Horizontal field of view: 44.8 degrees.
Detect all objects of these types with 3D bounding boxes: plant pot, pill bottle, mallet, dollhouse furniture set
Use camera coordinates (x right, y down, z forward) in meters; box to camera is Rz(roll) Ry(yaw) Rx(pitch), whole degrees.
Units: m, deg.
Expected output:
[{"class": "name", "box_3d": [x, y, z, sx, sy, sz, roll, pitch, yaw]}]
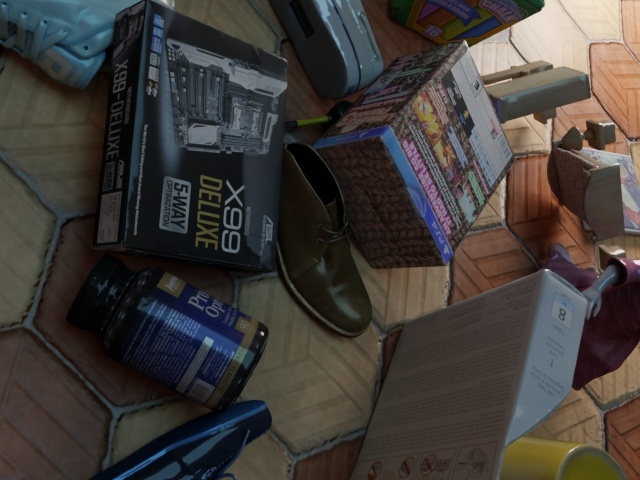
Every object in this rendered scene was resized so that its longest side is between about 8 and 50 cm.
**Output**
[{"class": "plant pot", "box_3d": [0.297, 0.382, 1.100, 0.254, 0.239, 0.254, 14, 65, -31]}, {"class": "pill bottle", "box_3d": [-0.184, 0.107, 0.935, 0.219, 0.123, 0.122, 29, 57, -8]}, {"class": "mallet", "box_3d": [-0.036, -0.179, 1.220, 0.190, 0.062, 0.039, -15, 77, -23]}, {"class": "dollhouse furniture set", "box_3d": [0.414, -0.132, 1.468, 0.174, 0.303, 0.355, -15, 112, -2]}]

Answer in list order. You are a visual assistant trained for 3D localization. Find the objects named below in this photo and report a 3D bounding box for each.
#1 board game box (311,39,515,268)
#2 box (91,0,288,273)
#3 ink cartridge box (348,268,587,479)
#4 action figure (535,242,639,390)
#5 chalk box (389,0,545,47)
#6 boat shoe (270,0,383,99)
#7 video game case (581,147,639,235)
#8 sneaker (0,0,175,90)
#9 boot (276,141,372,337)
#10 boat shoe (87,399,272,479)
[{"class": "board game box", "box_3d": [0.156, -0.135, 1.223, 0.291, 0.141, 0.232, -50, 121, -37]}, {"class": "box", "box_3d": [-0.160, -0.121, 1.013, 0.242, 0.077, 0.307, 13, 77, -45]}, {"class": "ink cartridge box", "box_3d": [0.180, 0.249, 1.024, 0.091, 0.308, 0.385, 34, 57, -18]}, {"class": "action figure", "box_3d": [0.526, 0.116, 1.277, 0.248, 0.370, 0.275, 51, 49, -10]}, {"class": "chalk box", "box_3d": [0.286, -0.490, 1.381, 0.179, 0.289, 0.180, 20, 69, -29]}, {"class": "boat shoe", "box_3d": [0.013, -0.422, 1.279, 0.156, 0.136, 0.367, -25, 91, -38]}, {"class": "video game case", "box_3d": [0.610, -0.103, 1.639, 0.201, 0.023, 0.183, 4, 70, -34]}, {"class": "sneaker", "box_3d": [-0.339, -0.271, 0.977, 0.366, 0.135, 0.150, -4, 72, -35]}, {"class": "boot", "box_3d": [0.000, 0.000, 1.121, 0.112, 0.115, 0.305, -31, 93, -41]}, {"class": "boat shoe", "box_3d": [-0.169, 0.277, 0.921, 0.258, 0.109, 0.089, -25, 94, -22]}]
